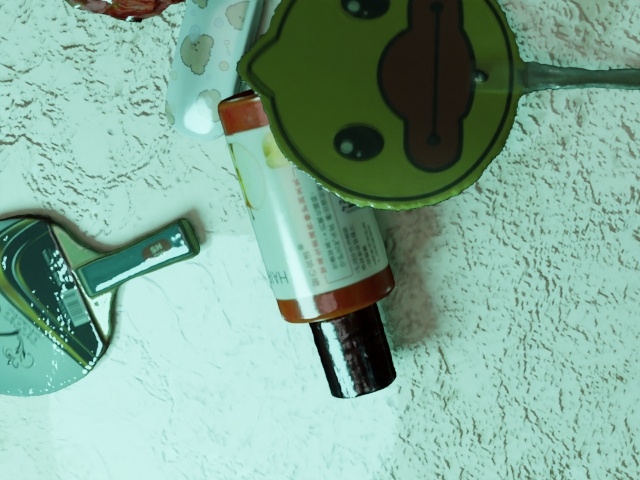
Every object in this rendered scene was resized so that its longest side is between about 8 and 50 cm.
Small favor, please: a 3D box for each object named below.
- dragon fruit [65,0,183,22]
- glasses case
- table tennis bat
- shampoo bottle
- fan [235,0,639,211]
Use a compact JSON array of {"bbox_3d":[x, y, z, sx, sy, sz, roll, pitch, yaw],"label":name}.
[{"bbox_3d":[-0.151,-0.319,1.399,0.244,0.244,0.298,-2,69,20],"label":"dragon fruit"},{"bbox_3d":[-0.092,-0.166,1.518,0.063,0.041,0.164,21,110,14],"label":"glasses case"},{"bbox_3d":[-0.242,0.048,1.642,0.301,0.022,0.173,-21,97,25],"label":"table tennis bat"},{"bbox_3d":[0.000,0.000,1.496,0.104,0.104,0.278,-14,99,22],"label":"shampoo bottle"},{"bbox_3d":[0.098,-0.132,1.423,0.335,0.011,0.229,2,73,2],"label":"fan"}]
